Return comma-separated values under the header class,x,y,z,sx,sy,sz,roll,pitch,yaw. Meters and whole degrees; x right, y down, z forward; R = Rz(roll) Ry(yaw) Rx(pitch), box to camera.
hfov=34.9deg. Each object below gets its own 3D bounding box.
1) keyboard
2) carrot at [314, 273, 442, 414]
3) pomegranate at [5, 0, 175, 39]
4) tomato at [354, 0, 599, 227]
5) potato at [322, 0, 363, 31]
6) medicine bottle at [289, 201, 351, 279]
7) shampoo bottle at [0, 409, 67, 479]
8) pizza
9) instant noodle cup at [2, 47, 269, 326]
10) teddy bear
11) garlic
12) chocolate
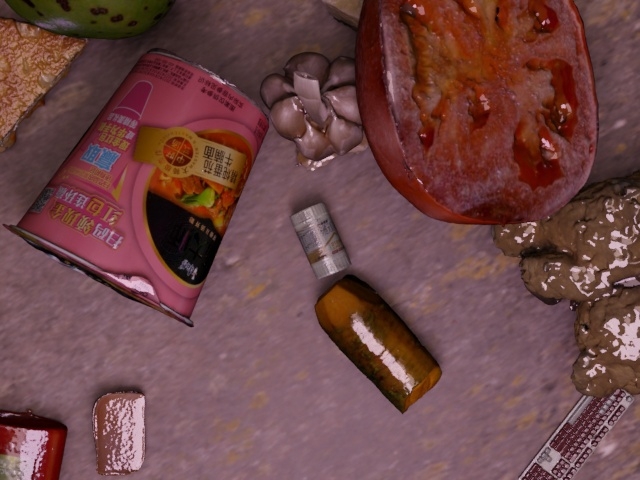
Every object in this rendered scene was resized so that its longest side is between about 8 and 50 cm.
class,x,y,z,sx,sy,sz,roll,pitch,yaw
keyboard,0.311,0.241,1.230,0.055,0.017,0.166,38,90,-1
carrot,0.068,0.120,1.195,0.082,0.082,0.173,-44,88,-1
pomegranate,-0.264,-0.342,1.106,0.254,0.270,0.254,-2,86,36
tomato,0.155,-0.166,1.129,0.338,0.143,0.339,4,82,-32
potato,0.058,-0.306,1.191,0.086,0.061,0.122,29,89,22
medicine bottle,0.000,0.000,1.210,0.047,0.047,0.083,-24,91,-1
shampoo bottle,-0.379,0.357,1.190,0.118,0.076,0.314,11,90,-4
pizza,-0.361,-0.219,1.210,0.176,0.036,0.185,-29,89,-3
instant noodle cup,-0.186,-0.065,1.132,0.243,0.244,0.255,28,82,-1
teddy bear,0.353,0.048,1.165,0.267,0.156,0.256,-14,92,-2
garlic,-0.011,-0.160,1.145,0.131,0.194,0.127,-10,81,14
chocolate,-0.240,0.228,1.215,0.064,0.031,0.101,-5,94,-19
